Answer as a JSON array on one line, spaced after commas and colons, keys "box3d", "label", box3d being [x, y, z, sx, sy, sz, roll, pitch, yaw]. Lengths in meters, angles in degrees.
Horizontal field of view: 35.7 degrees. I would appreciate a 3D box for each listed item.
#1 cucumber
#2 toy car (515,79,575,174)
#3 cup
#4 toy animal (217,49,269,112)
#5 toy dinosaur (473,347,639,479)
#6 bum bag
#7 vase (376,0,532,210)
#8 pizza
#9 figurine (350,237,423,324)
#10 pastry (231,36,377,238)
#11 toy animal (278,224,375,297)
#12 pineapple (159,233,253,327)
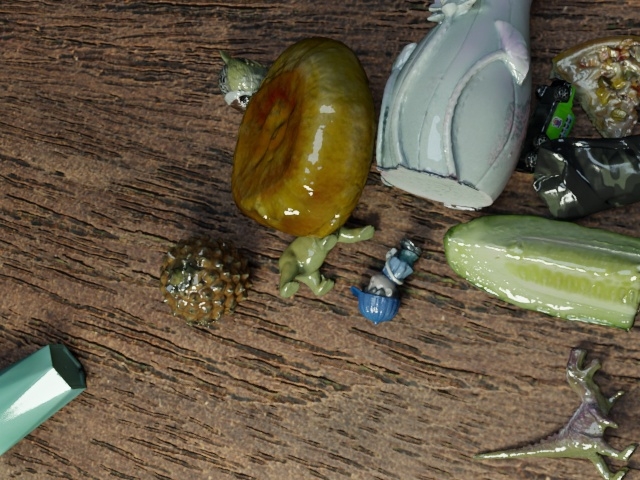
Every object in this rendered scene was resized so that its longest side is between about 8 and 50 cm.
[{"box3d": [0.364, 0.036, 1.596, 0.326, 0.105, 0.145, 11, 129, 20], "label": "cucumber"}, {"box3d": [0.370, -0.182, 1.626, 0.063, 0.071, 0.165, 23, 91, -23], "label": "toy car"}, {"box3d": [-0.556, 0.297, 1.843, 0.236, 0.148, 0.134, -31, 50, 9], "label": "cup"}, {"box3d": [-0.147, -0.286, 1.793, 0.137, 0.098, 0.098, 32, 95, 35], "label": "toy animal"}, {"box3d": [0.399, 0.313, 1.586, 0.200, 0.072, 0.251, 40, 109, 27], "label": "toy dinosaur"}, {"box3d": [0.507, -0.110, 1.561, 0.341, 0.095, 0.144, -8, 117, 10], "label": "bum bag"}, {"box3d": [0.246, -0.282, 1.586, 0.250, 0.250, 0.445, 15, 81, 18], "label": "vase"}, {"box3d": [0.471, -0.238, 1.615, 0.185, 0.052, 0.195, -10, 82, 19], "label": "pizza"}, {"box3d": [0.117, 0.068, 1.687, 0.087, 0.086, 0.149, 39, 85, -7], "label": "figurine"}, {"box3d": [-0.025, -0.164, 1.627, 0.164, 0.356, 0.355, 17, 90, -26], "label": "pastry"}, {"box3d": [0.000, 0.000, 1.725, 0.218, 0.103, 0.101, -53, 49, 11], "label": "toy animal"}, {"box3d": [-0.210, 0.069, 1.720, 0.166, 0.193, 0.166, -2, 85, 24], "label": "pineapple"}]
